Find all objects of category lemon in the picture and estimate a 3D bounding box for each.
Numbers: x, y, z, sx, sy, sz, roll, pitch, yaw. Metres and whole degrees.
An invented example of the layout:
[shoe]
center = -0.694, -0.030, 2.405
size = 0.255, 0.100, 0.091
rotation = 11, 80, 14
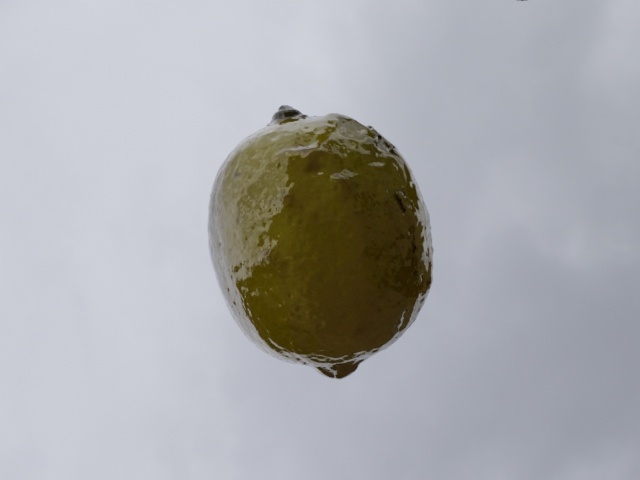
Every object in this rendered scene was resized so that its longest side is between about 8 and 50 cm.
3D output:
[lemon]
center = 0.000, 0.003, 1.028
size = 0.260, 0.284, 0.260
rotation = -23, -18, -8
